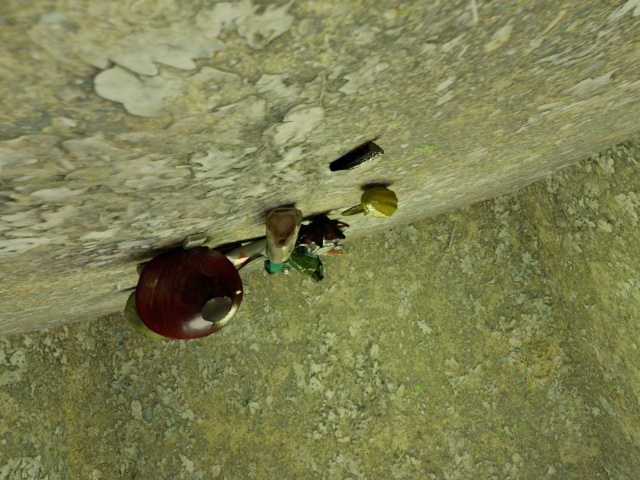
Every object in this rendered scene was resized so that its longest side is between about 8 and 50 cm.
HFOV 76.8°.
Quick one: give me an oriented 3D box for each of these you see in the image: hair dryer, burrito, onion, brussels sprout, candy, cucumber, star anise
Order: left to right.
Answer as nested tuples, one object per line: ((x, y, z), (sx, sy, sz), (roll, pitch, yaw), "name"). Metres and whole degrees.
((-0.856, 0.357, 2.148), (0.327, 0.328, 0.247), (-16, 142, -12), "brussels sprout")
((-0.411, 0.169, 1.330), (0.340, 0.342, 0.341), (-16, 175, -1), "onion")
((-0.124, -0.017, 1.284), (0.104, 0.144, 0.299), (17, 166, -4), "burrito")
((-0.019, -0.047, 1.525), (0.271, 0.103, 0.272), (-7, -160, 3), "star anise")
((0.024, 0.076, 2.310), (0.302, 0.245, 0.116), (-31, -178, -4), "hair dryer")
((0.072, -0.164, 0.825), (0.033, 0.034, 0.134), (-19, 178, -42), "cucumber")
((0.180, -0.124, 1.286), (0.106, 0.094, 0.198), (-46, 162, 18), "candy")

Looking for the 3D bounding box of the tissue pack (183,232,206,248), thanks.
((-0.382, 0.002, 1.221), (0.056, 0.023, 0.108), (-14, 174, -29), "tissue pack")

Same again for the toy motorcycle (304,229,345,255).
((0.000, 0.000, 1.869), (0.170, 0.110, 0.260), (0, 153, -30), "toy motorcycle")

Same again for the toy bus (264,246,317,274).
((-0.154, 0.069, 2.004), (0.255, 0.147, 0.128), (-14, -157, -20), "toy bus")

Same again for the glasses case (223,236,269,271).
((-0.282, 0.058, 1.641), (0.307, 0.083, 0.128), (-25, 170, -38), "glasses case")

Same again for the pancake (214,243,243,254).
((-0.434, 0.062, 1.671), (0.249, 0.031, 0.250), (-18, 178, -1), "pancake")

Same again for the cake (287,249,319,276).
((-0.136, 0.088, 1.880), (0.235, 0.099, 0.100), (23, 174, -24), "cake")

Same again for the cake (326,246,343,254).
((0.028, 0.022, 2.185), (0.086, 0.117, 0.220), (-13, 168, 40), "cake")

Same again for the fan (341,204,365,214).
((0.196, -0.135, 1.703), (0.229, 0.011, 0.335), (-17, 173, 1), "fan")

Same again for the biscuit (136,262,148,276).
((-0.542, 0.086, 1.455), (0.218, 0.061, 0.055), (-16, -143, -18), "biscuit")
